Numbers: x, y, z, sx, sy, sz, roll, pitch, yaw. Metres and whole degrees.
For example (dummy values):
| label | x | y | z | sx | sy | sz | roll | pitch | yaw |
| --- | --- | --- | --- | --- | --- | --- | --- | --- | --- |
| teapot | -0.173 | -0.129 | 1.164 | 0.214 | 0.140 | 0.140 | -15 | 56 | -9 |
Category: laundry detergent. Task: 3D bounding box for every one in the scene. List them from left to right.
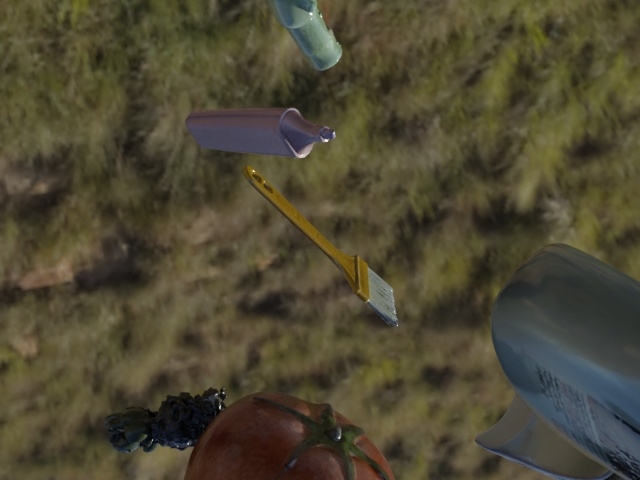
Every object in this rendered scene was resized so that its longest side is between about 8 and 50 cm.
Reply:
| label | x | y | z | sx | sy | sz | roll | pitch | yaw |
| --- | --- | --- | --- | --- | --- | --- | --- | --- | --- |
| laundry detergent | 0.333 | 0.173 | 1.044 | 0.124 | 0.398 | 0.264 | -44 | 136 | -13 |

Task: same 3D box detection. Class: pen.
| label | x | y | z | sx | sy | sz | roll | pitch | yaw |
| --- | --- | --- | --- | --- | --- | --- | --- | --- | --- |
| pen | -0.057 | -0.108 | 1.244 | 0.197 | 0.032 | 0.053 | 8 | 141 | 44 |

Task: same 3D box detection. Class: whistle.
| label | x | y | z | sx | sy | sz | roll | pitch | yaw |
| --- | --- | --- | --- | --- | --- | --- | --- | --- | --- |
| whistle | -0.054 | -0.309 | 1.522 | 0.067 | 0.126 | 0.258 | -49 | 128 | -17 |

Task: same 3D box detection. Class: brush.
| label | x | y | z | sx | sy | sz | roll | pitch | yaw |
| --- | --- | --- | --- | --- | --- | --- | --- | --- | --- |
| brush | 0.000 | 0.000 | 1.588 | 0.013 | 0.103 | 0.272 | -41 | 109 | 16 |

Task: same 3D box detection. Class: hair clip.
| label | x | y | z | sx | sy | sz | roll | pitch | yaw |
| --- | --- | --- | --- | --- | --- | --- | --- | --- | --- |
| hair clip | 0.413 | 0.316 | 2.045 | 0.113 | 0.282 | 0.173 | 24 | 91 | -47 |

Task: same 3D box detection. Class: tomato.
| label | x | y | z | sx | sy | sz | roll | pitch | yaw |
| --- | --- | --- | --- | --- | --- | --- | --- | --- | --- |
| tomato | -0.043 | 0.316 | 1.513 | 0.264 | 0.265 | 0.265 | -13 | 150 | -8 |

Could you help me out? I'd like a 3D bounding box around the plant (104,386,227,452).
| label | x | y | z | sx | sy | sz | roll | pitch | yaw |
| --- | --- | --- | --- | --- | --- | --- | --- | --- | --- |
| plant | -0.198 | 0.236 | 1.635 | 0.174 | 0.085 | 0.087 | -13 | 135 | 14 |
